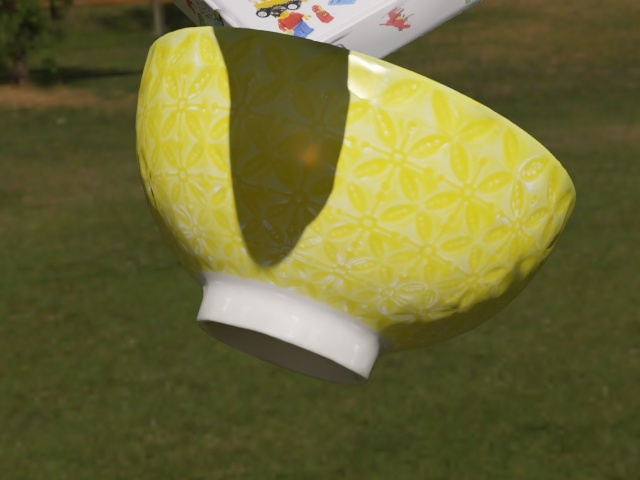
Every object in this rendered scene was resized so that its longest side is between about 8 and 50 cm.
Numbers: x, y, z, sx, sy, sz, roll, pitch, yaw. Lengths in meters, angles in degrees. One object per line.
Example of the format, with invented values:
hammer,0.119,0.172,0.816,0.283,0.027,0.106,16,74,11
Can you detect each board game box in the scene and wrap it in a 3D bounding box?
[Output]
board game box,0.042,-0.232,1.095,0.305,0.053,0.193,-31,54,-18

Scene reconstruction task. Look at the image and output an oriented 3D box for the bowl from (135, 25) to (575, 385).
bowl,0.000,0.000,0.942,0.289,0.156,0.289,19,-12,4
